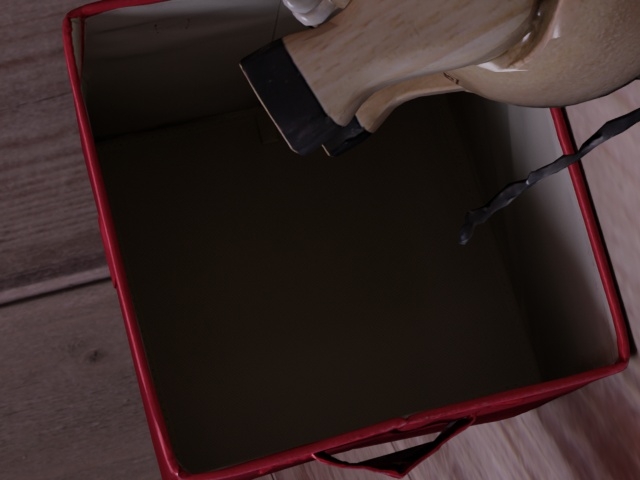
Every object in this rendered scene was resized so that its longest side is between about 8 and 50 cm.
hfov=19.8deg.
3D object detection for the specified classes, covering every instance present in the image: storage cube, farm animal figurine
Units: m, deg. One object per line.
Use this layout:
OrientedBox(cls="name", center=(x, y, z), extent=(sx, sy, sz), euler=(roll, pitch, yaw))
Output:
OrientedBox(cls="storage cube", center=(0.000, 0.000, 0.786), extent=(0.193, 0.183, 0.215), euler=(118, 137, -78))
OrientedBox(cls="farm animal figurine", center=(0.012, -0.167, 0.500), extent=(0.327, 0.172, 0.330), euler=(59, -171, -13))
